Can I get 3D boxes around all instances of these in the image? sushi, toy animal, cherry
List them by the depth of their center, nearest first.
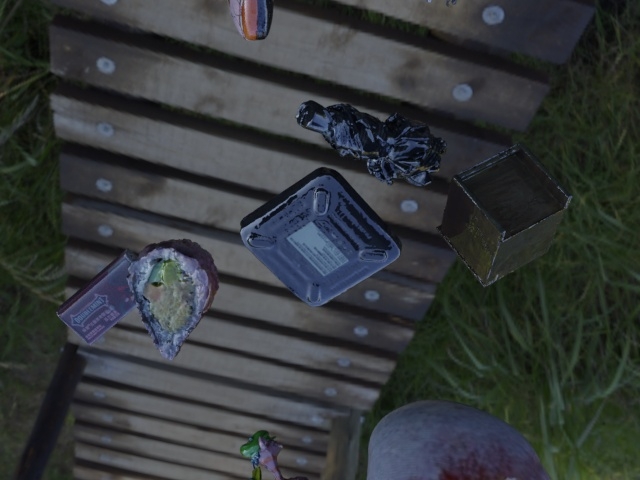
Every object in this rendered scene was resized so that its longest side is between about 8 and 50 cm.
[{"bbox_3d":[0.233,0.440,1.512,0.335,0.326,0.291,-24,118,-6],"label":"cherry"},{"bbox_3d":[-0.081,0.470,1.582,0.208,0.103,0.100,58,150,-7],"label":"toy animal"},{"bbox_3d":[-0.270,0.108,1.610,0.161,0.107,0.241,-16,105,9],"label":"sushi"}]

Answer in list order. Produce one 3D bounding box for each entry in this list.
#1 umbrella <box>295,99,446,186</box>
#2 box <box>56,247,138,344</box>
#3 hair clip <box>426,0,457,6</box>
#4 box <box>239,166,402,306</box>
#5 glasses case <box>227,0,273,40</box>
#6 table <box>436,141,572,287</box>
[{"bbox_3d":[0.113,-0.199,1.605,0.154,0.128,0.336,-28,147,32],"label":"umbrella"},{"bbox_3d":[-0.496,0.133,1.932,0.224,0.069,0.120,-38,111,7],"label":"box"},{"bbox_3d":[0.230,-0.444,1.392,0.106,0.292,0.084,-43,93,9],"label":"hair clip"},{"bbox_3d":[0.000,0.000,1.867,0.289,0.073,0.290,-32,117,24],"label":"box"},{"bbox_3d":[-0.112,-0.396,1.236,0.067,0.267,0.103,-4,132,-11],"label":"glasses case"},{"bbox_3d":[0.349,-0.055,1.599,0.169,0.172,0.193,-27,151,-16],"label":"table"}]
